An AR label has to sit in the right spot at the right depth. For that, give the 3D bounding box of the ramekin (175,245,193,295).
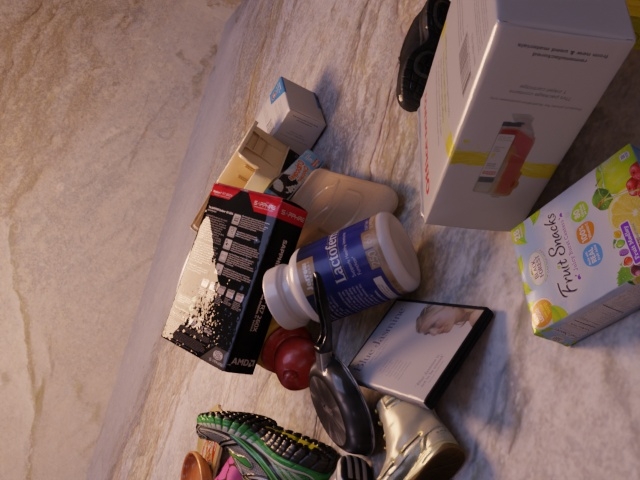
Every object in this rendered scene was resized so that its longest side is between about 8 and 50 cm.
[{"bbox_3d":[-0.333,0.116,2.042,0.277,0.135,0.277,-43,35,41],"label":"ramekin"}]

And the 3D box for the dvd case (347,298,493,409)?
[{"bbox_3d":[0.150,0.174,1.078,0.180,0.022,0.253,-52,19,-18],"label":"dvd case"}]

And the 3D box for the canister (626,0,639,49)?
[{"bbox_3d":[0.435,-0.355,0.895,0.073,0.126,0.169,55,-127,-70],"label":"canister"}]

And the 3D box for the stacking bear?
[{"bbox_3d":[-0.088,0.225,1.441,0.289,0.176,0.164,35,128,53],"label":"stacking bear"}]

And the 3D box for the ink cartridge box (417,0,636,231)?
[{"bbox_3d":[0.258,-0.231,0.932,0.384,0.161,0.279,100,176,-57],"label":"ink cartridge box"}]

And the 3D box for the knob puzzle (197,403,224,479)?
[{"bbox_3d":[-0.281,0.526,1.724,0.213,0.030,0.213,-44,38,48],"label":"knob puzzle"}]

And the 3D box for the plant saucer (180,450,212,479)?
[{"bbox_3d":[-0.309,0.630,1.647,0.200,0.037,0.199,-22,65,60],"label":"plant saucer"}]

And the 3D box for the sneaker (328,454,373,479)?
[{"bbox_3d":[0.037,0.482,1.080,0.132,0.086,0.228,-57,17,34],"label":"sneaker"}]

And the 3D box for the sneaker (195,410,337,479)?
[{"bbox_3d":[-0.132,0.428,1.293,0.344,0.134,0.146,12,84,42],"label":"sneaker"}]

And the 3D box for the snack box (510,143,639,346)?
[{"bbox_3d":[0.349,0.011,0.830,0.207,0.070,0.174,-47,33,42],"label":"snack box"}]

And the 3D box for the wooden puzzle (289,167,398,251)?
[{"bbox_3d":[0.000,0.000,1.468,0.322,0.080,0.348,-53,30,-5],"label":"wooden puzzle"}]

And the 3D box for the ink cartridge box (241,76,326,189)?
[{"bbox_3d":[-0.128,-0.295,1.968,0.307,0.129,0.223,-55,29,27],"label":"ink cartridge box"}]

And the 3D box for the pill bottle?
[{"bbox_3d":[0.036,0.064,1.209,0.265,0.153,0.153,-24,43,20],"label":"pill bottle"}]

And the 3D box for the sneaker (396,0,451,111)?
[{"bbox_3d":[0.216,-0.381,1.402,0.130,0.109,0.286,-34,32,60],"label":"sneaker"}]

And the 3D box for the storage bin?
[{"bbox_3d":[-0.214,-0.147,1.771,0.262,0.123,0.260,-52,12,27],"label":"storage bin"}]

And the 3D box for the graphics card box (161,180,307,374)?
[{"bbox_3d":[-0.188,0.075,1.412,0.233,0.094,0.370,16,85,41],"label":"graphics card box"}]

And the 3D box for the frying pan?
[{"bbox_3d":[0.029,0.236,1.121,0.197,0.053,0.326,43,146,48],"label":"frying pan"}]

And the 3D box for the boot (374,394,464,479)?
[{"bbox_3d":[0.117,0.334,1.026,0.213,0.077,0.165,-52,29,19],"label":"boot"}]

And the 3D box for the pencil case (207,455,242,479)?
[{"bbox_3d":[-0.165,0.490,1.460,0.209,0.095,0.098,-56,12,19],"label":"pencil case"}]

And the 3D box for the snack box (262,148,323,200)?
[{"bbox_3d":[-0.120,-0.088,1.679,0.187,0.060,0.322,-52,0,43],"label":"snack box"}]
